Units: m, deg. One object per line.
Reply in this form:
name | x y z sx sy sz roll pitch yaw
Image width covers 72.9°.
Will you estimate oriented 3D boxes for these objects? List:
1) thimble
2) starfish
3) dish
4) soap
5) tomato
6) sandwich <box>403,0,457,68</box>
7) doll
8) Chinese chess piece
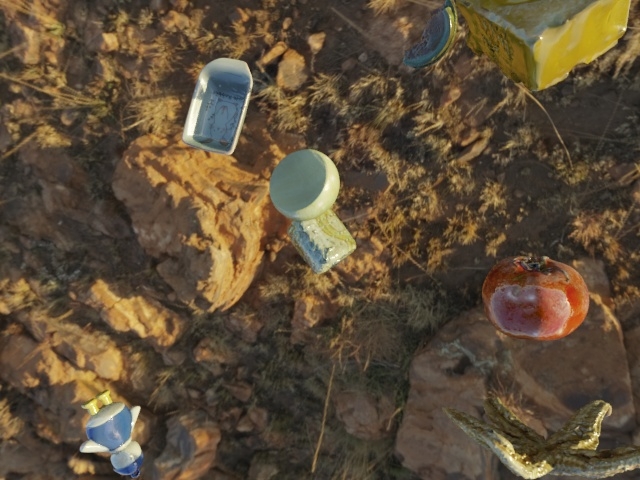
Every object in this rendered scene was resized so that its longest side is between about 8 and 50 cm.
thimble | 0.000 0.000 1.113 0.137 0.190 0.144 -38 83 14
starfish | 0.355 0.323 0.703 0.374 0.327 0.095 -5 81 38
dish | -0.239 -0.330 1.074 0.153 0.064 0.235 18 93 19
soap | 0.238 -0.285 0.461 0.160 0.258 0.080 6 161 36
tomato | 0.505 0.142 1.028 0.231 0.232 0.189 8 115 16
sandwich | 0.209 -0.373 0.799 0.067 0.029 0.135 41 136 11
doll | -0.309 0.298 0.658 0.057 0.098 0.143 -17 101 37
Chinese chess piece | -0.032 -0.109 0.858 0.144 0.058 0.144 -8 71 25
